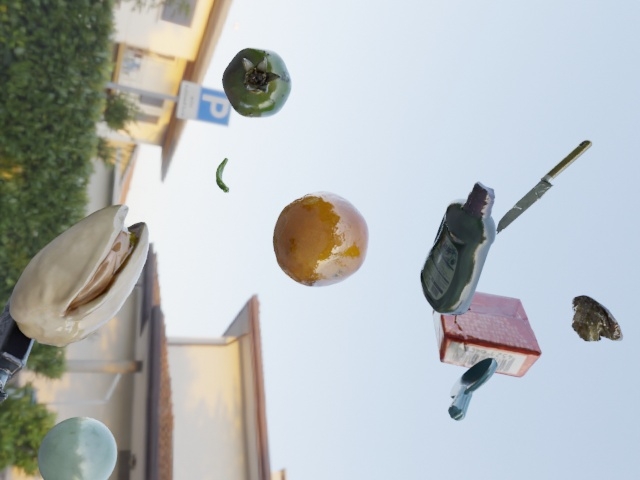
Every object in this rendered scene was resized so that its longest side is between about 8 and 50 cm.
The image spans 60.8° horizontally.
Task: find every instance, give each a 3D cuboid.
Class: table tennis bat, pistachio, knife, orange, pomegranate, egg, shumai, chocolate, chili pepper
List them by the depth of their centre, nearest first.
[{"bbox_3d":[-0.176,-0.116,0.991,0.017,0.030,0.083,74,0,-53],"label":"chili pepper"},{"bbox_3d":[-0.477,0.067,1.112,0.213,0.193,0.318,7,-126,44],"label":"pistachio"},{"bbox_3d":[0.460,-0.113,1.123,0.298,0.017,0.047,-40,-148,-9],"label":"knife"},{"bbox_3d":[0.311,0.310,1.148,0.033,0.201,0.124,48,-55,5],"label":"table tennis bat"},{"bbox_3d":[-0.509,0.455,1.151,0.192,0.149,0.149,86,-11,-48],"label":"egg"},{"bbox_3d":[-0.159,-0.397,1.363,0.224,0.181,0.182,-125,-136,-83],"label":"pomegranate"},{"bbox_3d":[0.405,0.225,1.379,0.235,0.237,0.108,-81,180,-62],"label":"chocolate"},{"bbox_3d":[0.695,0.207,1.407,0.123,0.105,0.139,52,19,-63],"label":"shumai"},{"bbox_3d":[0.000,0.000,1.443,0.261,0.261,0.261,-25,-119,60],"label":"orange"}]

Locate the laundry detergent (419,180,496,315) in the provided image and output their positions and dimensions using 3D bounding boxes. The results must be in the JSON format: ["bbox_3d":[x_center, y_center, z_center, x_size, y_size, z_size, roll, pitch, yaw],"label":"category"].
[{"bbox_3d":[0.217,0.000,0.853,0.144,0.078,0.222,-97,-167,-54],"label":"laundry detergent"}]

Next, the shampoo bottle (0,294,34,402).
[{"bbox_3d":[-0.628,0.207,1.105,0.098,0.071,0.310,-37,-148,14],"label":"shampoo bottle"}]
